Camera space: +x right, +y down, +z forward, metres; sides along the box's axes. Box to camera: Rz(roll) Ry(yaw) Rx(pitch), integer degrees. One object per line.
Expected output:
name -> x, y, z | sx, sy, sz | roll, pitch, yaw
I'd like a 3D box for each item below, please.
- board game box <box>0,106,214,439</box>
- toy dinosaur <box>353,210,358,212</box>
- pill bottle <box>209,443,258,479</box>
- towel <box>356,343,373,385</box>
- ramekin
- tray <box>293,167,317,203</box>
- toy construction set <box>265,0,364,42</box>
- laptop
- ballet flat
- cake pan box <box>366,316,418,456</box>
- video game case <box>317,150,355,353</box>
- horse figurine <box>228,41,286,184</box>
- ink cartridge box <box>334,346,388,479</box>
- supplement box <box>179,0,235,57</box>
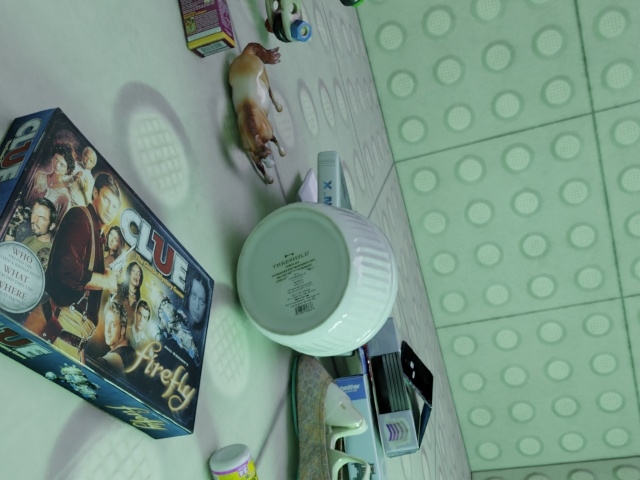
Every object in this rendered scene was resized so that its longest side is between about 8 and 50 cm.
board game box -> -0.170, 0.039, 0.436 | 0.243, 0.042, 0.165 | 60, 23, -48
toy dinosaur -> 0.067, -0.060, 1.379 | 0.082, 0.047, 0.090 | 55, 31, -11
pill bottle -> -0.085, 0.260, 0.563 | 0.043, 0.043, 0.083 | -41, 117, -73
towel -> 0.117, 0.199, 1.323 | 0.199, 0.031, 0.274 | -71, 145, -52
ramekin -> -0.012, 0.046, 0.709 | 0.109, 0.207, 0.207 | 24, 54, -61
tray -> 0.000, 0.000, 1.102 | 0.145, 0.030, 0.270 | -73, 147, -62
toy construction set -> -0.064, -0.567, 1.038 | 0.237, 0.257, 0.308 | 42, 16, -45
laptop -> 0.308, 0.515, 1.831 | 0.264, 0.137, 0.234 | 50, 17, -2
ballet flat -> 0.018, 0.303, 0.779 | 0.107, 0.106, 0.316 | 58, 24, -51
cake pan box -> 0.141, 0.303, 1.090 | 0.267, 0.070, 0.245 | 70, 9, -64
video game case -> 0.031, 0.046, 0.931 | 0.329, 0.036, 0.299 | 62, 27, -75
horse figurine -> -0.098, -0.213, 0.857 | 0.174, 0.066, 0.263 | 52, 31, -70
ink cartridge box -> 0.079, 0.358, 1.004 | 0.186, 0.065, 0.311 | 55, 28, -75
supplement box -> -0.155, -0.302, 0.738 | 0.043, 0.055, 0.083 | 1, 78, -76
